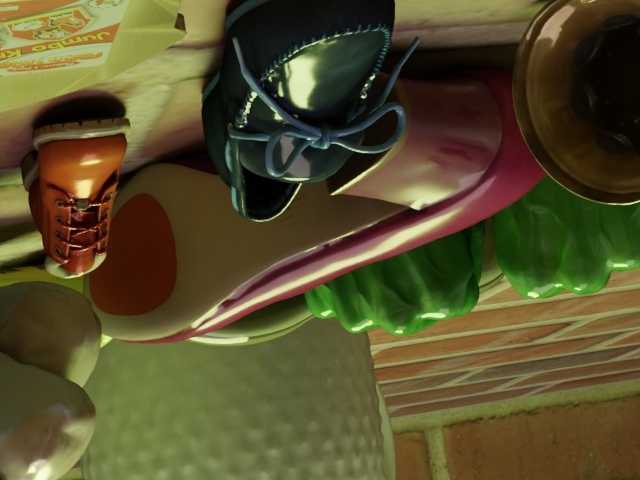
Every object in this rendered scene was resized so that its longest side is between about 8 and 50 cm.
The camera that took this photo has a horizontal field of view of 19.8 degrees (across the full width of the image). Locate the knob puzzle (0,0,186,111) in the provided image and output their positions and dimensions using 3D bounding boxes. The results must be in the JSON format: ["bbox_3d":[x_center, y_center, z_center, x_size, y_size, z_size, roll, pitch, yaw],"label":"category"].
[{"bbox_3d":[-0.159,-0.099,0.865,0.213,0.030,0.213,-11,169,-2],"label":"knob puzzle"}]

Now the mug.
[{"bbox_3d":[-0.049,0.188,1.678,0.276,0.328,0.374,-18,168,33],"label":"mug"}]

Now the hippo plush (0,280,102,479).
[{"bbox_3d":[-0.290,0.059,1.168,0.234,0.294,0.236,-25,141,14],"label":"hippo plush"}]

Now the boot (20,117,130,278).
[{"bbox_3d":[-0.145,-0.026,1.123,0.059,0.085,0.158,-6,167,-16],"label":"boot"}]

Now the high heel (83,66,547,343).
[{"bbox_3d":[-0.002,-0.009,1.232,0.181,0.127,0.377,4,161,-41],"label":"high heel"}]

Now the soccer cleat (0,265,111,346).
[{"bbox_3d":[-0.283,0.053,1.402,0.289,0.093,0.121,-11,-146,14],"label":"soccer cleat"}]

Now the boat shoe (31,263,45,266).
[{"bbox_3d":[-0.258,0.078,1.526,0.285,0.092,0.103,-15,170,28],"label":"boat shoe"}]

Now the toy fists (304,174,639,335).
[{"bbox_3d":[0.112,-0.016,1.271,0.279,0.142,0.096,-13,169,16],"label":"toy fists"}]

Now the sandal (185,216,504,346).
[{"bbox_3d":[0.001,-0.001,1.396,0.302,0.120,0.086,-11,142,-11],"label":"sandal"}]

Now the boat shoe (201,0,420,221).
[{"bbox_3d":[-0.003,-0.073,0.999,0.109,0.089,0.258,-9,169,-8],"label":"boat shoe"}]

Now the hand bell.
[{"bbox_3d":[0.235,-0.107,1.112,0.126,0.126,0.242,-20,179,42],"label":"hand bell"}]
